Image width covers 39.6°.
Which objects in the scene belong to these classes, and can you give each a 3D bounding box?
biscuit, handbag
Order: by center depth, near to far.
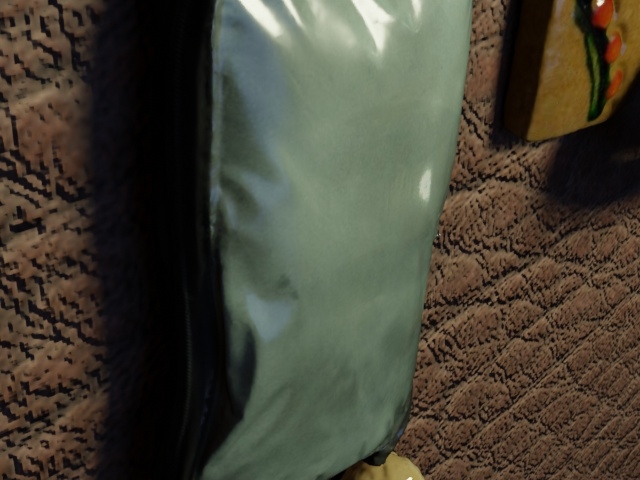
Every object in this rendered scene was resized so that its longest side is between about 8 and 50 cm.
[{"bbox_3d":[0.000,0.003,0.447,0.191,0.075,0.332,-21,124,-45],"label":"handbag"},{"bbox_3d":[0.218,-0.189,0.597,0.302,0.043,0.278,-60,143,-3],"label":"biscuit"}]

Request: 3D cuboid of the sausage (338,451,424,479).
[{"bbox_3d":[-0.034,0.259,0.564,0.301,0.065,0.066,-49,141,-17],"label":"sausage"}]
